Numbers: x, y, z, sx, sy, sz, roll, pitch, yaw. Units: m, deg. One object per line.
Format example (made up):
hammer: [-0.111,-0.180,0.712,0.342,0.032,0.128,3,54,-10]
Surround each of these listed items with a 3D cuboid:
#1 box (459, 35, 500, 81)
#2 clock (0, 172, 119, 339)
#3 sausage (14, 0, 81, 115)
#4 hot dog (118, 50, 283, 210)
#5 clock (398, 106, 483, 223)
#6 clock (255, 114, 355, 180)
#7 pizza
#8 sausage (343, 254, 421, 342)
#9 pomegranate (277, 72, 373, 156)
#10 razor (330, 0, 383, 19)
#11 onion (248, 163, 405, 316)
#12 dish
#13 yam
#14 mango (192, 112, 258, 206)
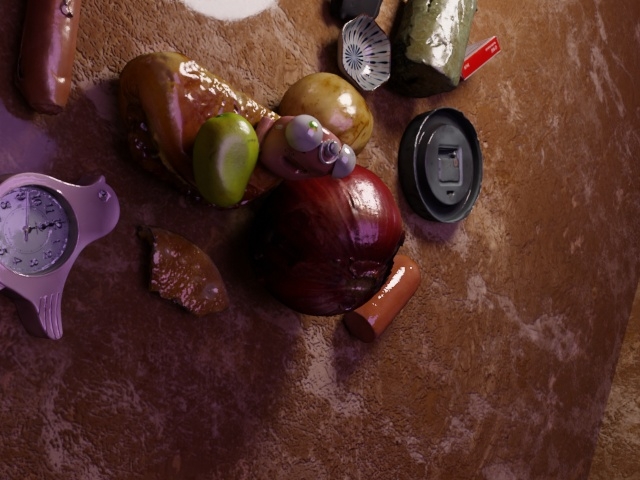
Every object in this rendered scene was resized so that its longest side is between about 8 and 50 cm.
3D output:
box: [0.407,-0.504,2.116,0.229,0.123,0.050,-41,113,-36]
clock: [-0.473,0.024,1.280,0.275,0.080,0.290,-12,100,-44]
sausage: [-0.457,-0.424,1.279,0.094,0.094,0.418,6,87,-23]
hot dog: [-0.217,-0.185,1.455,0.405,0.185,0.223,26,73,-42]
clock: [0.340,-0.209,2.091,0.325,0.067,0.325,-1,91,-44]
clock: [-0.031,-0.166,1.401,0.166,0.162,0.092,34,69,-40]
pizza: [-0.271,0.070,1.497,0.271,0.056,0.134,40,61,-39]
sausage: [0.167,0.136,1.897,0.259,0.114,0.113,-47,121,-33]
pomegranate: [0.002,-0.258,1.671,0.215,0.215,0.215,-1,91,-45]
razor: [0.092,-0.582,1.831,0.148,0.054,0.090,-13,129,-46]
onion: [0.002,0.008,1.586,0.341,0.341,0.341,-1,91,-45]
dish: [0.093,-0.456,1.844,0.191,0.066,0.190,0,90,-43]
yam: [0.291,-0.520,1.956,0.195,0.195,0.300,32,68,-40]
mango: [-0.168,-0.144,1.309,0.117,0.089,0.163,26,73,-44]
